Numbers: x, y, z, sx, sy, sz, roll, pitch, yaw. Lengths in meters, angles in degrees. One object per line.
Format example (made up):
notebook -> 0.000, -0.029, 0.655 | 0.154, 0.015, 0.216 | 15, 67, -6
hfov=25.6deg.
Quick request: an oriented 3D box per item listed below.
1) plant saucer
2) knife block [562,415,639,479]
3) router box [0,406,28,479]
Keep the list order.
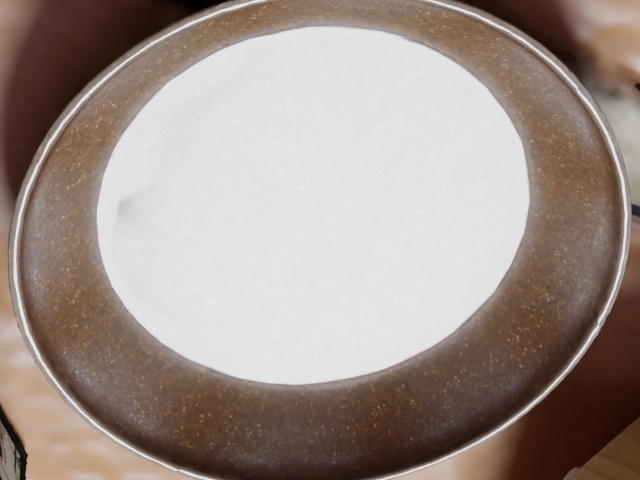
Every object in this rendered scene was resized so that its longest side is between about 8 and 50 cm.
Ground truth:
plant saucer -> 0.000, 0.000, 0.460 | 0.199, 0.036, 0.198 | -4, 126, -5
knife block -> 0.187, 0.175, 0.493 | 0.088, 0.242, 0.275 | -26, 140, -44
router box -> -0.143, 0.055, 0.419 | 0.046, 0.133, 0.179 | -17, 126, 3
